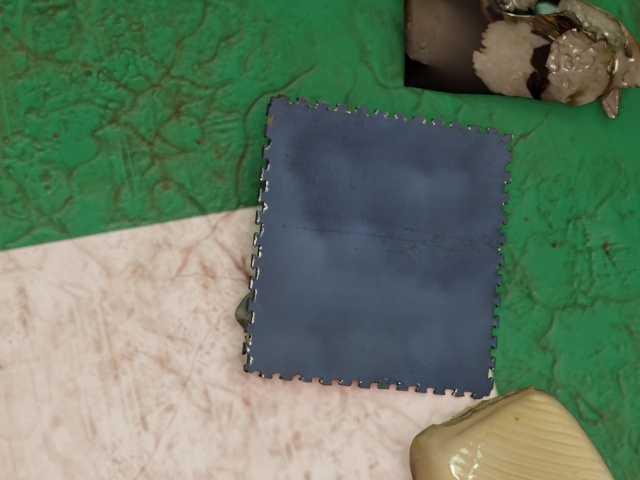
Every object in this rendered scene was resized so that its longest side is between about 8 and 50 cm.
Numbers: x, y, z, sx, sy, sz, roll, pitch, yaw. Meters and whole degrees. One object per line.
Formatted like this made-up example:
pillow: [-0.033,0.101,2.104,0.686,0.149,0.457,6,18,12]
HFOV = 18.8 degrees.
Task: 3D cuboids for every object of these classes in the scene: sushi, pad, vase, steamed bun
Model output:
sushi: [0.220,-0.218,1.948,0.273,0.134,0.109,10,43,2]
pad: [0.059,0.009,1.825,0.270,0.012,0.269,9,85,-24]
vase: [0.000,0.000,1.852,0.096,0.096,0.219,29,73,2]
steamed bun: [0.181,0.257,1.767,0.170,0.152,0.238,-28,93,-22]
